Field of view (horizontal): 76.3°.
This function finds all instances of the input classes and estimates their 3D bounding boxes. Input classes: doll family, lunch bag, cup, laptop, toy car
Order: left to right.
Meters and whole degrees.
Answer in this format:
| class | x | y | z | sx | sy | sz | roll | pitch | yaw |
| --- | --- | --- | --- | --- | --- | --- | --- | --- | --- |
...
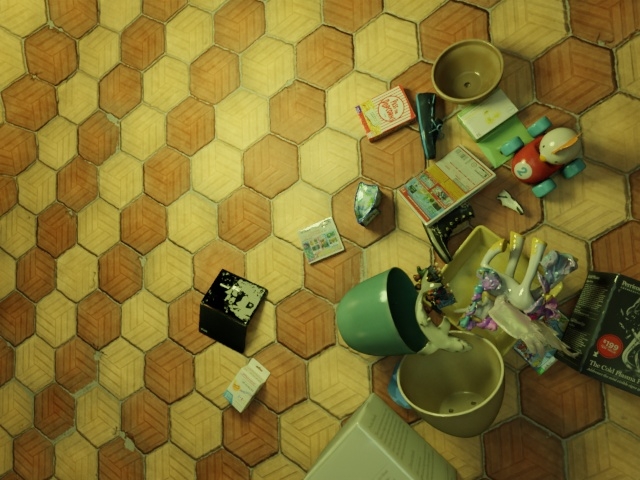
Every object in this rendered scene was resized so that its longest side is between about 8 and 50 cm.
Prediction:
| class | x | y | z | sx | sy | sz | roll | pitch | yaw |
| --- | --- | --- | --- | --- | --- | --- | --- | --- | --- |
| laptop | -0.370 | 0.294 | 1.710 | 0.234 | 0.137 | 0.264 | 22 | 67 | 16 |
| lunch bag | 0.174 | -0.129 | 1.522 | 0.096 | 0.129 | 0.151 | 17 | 90 | 17 |
| doll family | 0.382 | 0.171 | 1.389 | 0.111 | 0.076 | 0.193 | -29 | 82 | 8 |
| cup | 0.444 | 0.496 | 1.329 | 0.331 | 0.331 | 0.237 | -19 | 117 | 14 |
| toy car | 0.735 | -0.281 | 1.304 | 0.210 | 0.238 | 0.219 | -36 | 83 | 11 |

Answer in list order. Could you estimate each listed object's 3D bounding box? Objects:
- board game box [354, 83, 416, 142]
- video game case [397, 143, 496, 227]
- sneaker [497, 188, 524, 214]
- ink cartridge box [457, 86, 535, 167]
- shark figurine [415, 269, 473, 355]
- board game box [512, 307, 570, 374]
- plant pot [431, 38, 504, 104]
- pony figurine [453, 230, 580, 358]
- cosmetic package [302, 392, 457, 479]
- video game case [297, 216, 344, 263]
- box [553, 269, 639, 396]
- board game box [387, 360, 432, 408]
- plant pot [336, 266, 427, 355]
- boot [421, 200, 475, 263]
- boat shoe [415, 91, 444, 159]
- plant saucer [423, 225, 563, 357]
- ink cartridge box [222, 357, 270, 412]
| class | x | y | z | sx | sy | sz | roll | pitch | yaw |
| --- | --- | --- | --- | --- | --- | --- | --- | --- | --- |
| board game box | 0.249 | -0.487 | 1.568 | 0.193 | 0.045 | 0.147 | -24 | 80 | 13 |
| video game case | 0.442 | -0.198 | 1.453 | 0.285 | 0.025 | 0.204 | -37 | 50 | 8 |
| sneaker | 0.669 | -0.128 | 1.432 | 0.044 | 0.040 | 0.109 | -46 | 72 | 25 |
| ink cartridge box | 0.626 | -0.403 | 1.451 | 0.171 | 0.056 | 0.235 | -35 | 76 | 11 |
| shark figurine | 0.354 | 0.254 | 1.325 | 0.166 | 0.116 | 0.278 | -27 | 93 | 10 |
| board game box | 0.758 | 0.331 | 1.371 | 0.136 | 0.035 | 0.201 | 45 | 98 | 14 |
| plant pot | 0.524 | -0.580 | 1.454 | 0.237 | 0.109 | 0.238 | -5 | 76 | 21 |
| pony figurine | 0.606 | 0.177 | 1.238 | 0.351 | 0.302 | 0.364 | 37 | 101 | 53 |
| cosmetic package | 0.199 | 0.797 | 1.348 | 0.393 | 0.329 | 0.327 | 41 | 98 | 15 |
| video game case | 0.000 | 0.000 | 1.621 | 0.157 | 0.019 | 0.143 | -23 | 81 | 13 |
| box | 0.958 | 0.296 | 1.221 | 0.343 | 0.179 | 0.313 | 20 | 91 | 8 |
| board game box | 0.324 | 0.521 | 1.486 | 0.133 | 0.033 | 0.169 | 19 | 85 | 20 |
| plant pot | 0.199 | 0.265 | 1.418 | 0.235 | 0.293 | 0.293 | -22 | 80 | 31 |
| boot | 0.462 | -0.049 | 1.430 | 0.178 | 0.085 | 0.237 | -24 | 55 | 11 |
| boat shoe | 0.406 | -0.427 | 1.489 | 0.088 | 0.109 | 0.259 | -7 | 86 | 12 |
| plant saucer | 0.581 | 0.173 | 1.410 | 0.332 | 0.081 | 0.333 | 39 | 98 | 15 |
| ink cartridge box | -0.298 | 0.581 | 1.643 | 0.104 | 0.061 | 0.181 | 36 | 96 | 15 |
